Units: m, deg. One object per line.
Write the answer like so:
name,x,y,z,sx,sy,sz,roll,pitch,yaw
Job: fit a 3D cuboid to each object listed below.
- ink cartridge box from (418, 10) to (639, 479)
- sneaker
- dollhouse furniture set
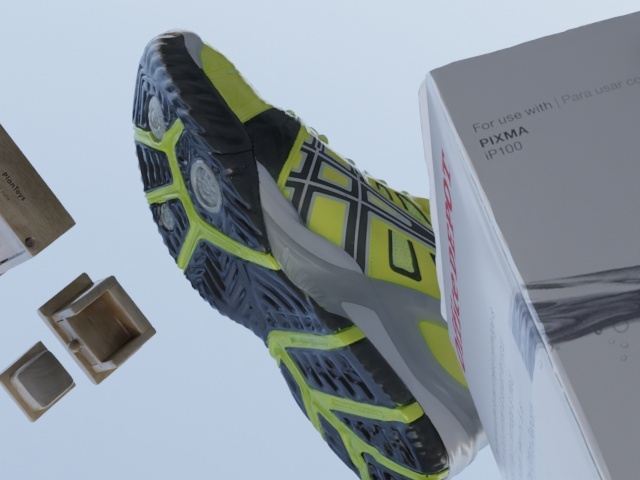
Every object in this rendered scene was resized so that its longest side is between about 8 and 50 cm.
ink cartridge box,0.136,0.081,0.509,0.117,0.207,0.283,-16,-126,-2
sneaker,0.000,0.000,0.967,0.147,0.145,0.385,-27,-108,-31
dollhouse furniture set,-0.365,0.077,1.042,0.355,0.174,0.303,-42,-79,-26
